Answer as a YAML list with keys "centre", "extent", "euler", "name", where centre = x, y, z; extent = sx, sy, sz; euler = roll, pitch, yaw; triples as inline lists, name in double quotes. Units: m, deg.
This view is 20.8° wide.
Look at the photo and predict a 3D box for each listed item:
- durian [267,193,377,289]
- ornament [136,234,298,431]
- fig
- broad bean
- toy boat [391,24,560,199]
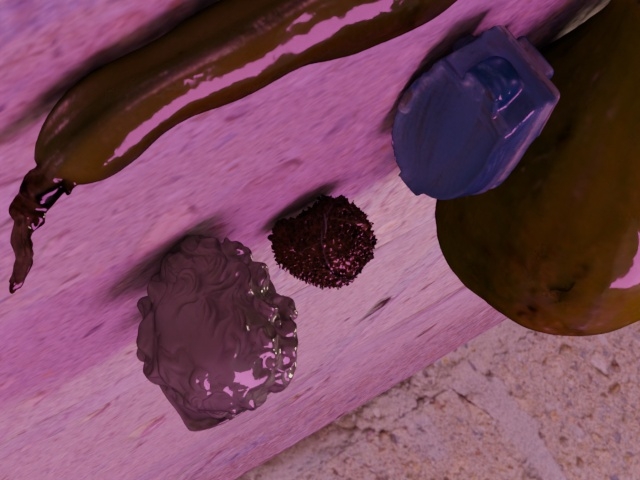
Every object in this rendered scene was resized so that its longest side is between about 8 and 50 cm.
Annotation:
- centre: [0.000, 0.000, 1.375]
  extent: [0.091, 0.080, 0.080]
  euler: [8, -167, 29]
  name: "durian"
- centre: [-0.076, 0.082, 1.343]
  extent: [0.120, 0.130, 0.285]
  euler: [-19, 169, -4]
  name: "ornament"
- centre: [0.205, -0.054, 1.344]
  extent: [0.233, 0.233, 0.314]
  euler: [-31, 161, -12]
  name: "fig"
- centre: [-0.031, -0.095, 0.850]
  extent: [0.325, 0.067, 0.075]
  euler: [-29, 139, -11]
  name: "broad bean"
- centre: [0.121, -0.092, 1.250]
  extent: [0.102, 0.088, 0.215]
  euler: [-33, 169, -24]
  name: "toy boat"
